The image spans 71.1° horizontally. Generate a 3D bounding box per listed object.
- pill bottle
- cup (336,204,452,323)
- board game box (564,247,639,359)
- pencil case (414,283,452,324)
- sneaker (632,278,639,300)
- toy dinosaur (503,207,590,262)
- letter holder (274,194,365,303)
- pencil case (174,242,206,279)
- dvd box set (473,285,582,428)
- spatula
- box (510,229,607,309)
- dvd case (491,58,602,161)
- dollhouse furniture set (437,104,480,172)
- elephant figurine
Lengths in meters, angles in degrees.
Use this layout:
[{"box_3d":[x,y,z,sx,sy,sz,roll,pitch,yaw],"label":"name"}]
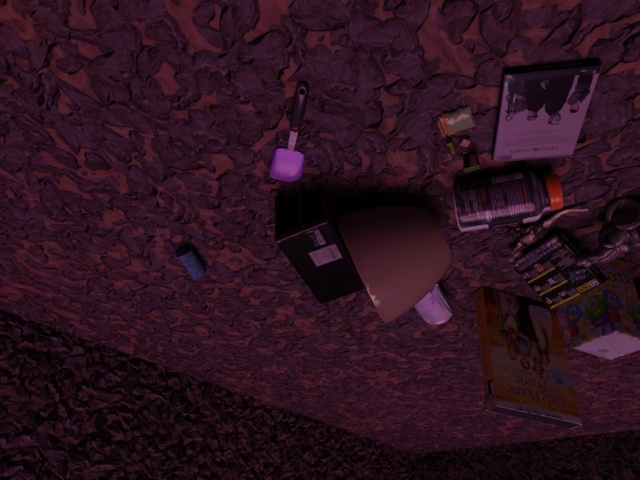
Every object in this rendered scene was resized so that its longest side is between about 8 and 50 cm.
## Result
[{"box_3d":[0.467,-0.101,1.127,0.246,0.130,0.130,-9,141,22],"label":"pill bottle"},{"box_3d":[0.220,0.033,1.242,0.237,0.331,0.331,-25,137,6],"label":"cup"},{"box_3d":[0.829,0.185,1.324,0.144,0.275,0.142,17,142,-12],"label":"board game box"},{"box_3d":[0.371,0.188,1.548,0.124,0.113,0.273,-3,144,29],"label":"pencil case"},{"box_3d":[1.101,0.184,1.403,0.341,0.125,0.140,-16,142,32],"label":"sneaker"},{"box_3d":[0.602,-0.029,1.261,0.118,0.064,0.268,7,146,-26],"label":"toy dinosaur"},{"box_3d":[0.000,0.000,1.307,0.152,0.214,0.301,-21,132,12],"label":"letter holder"},{"box_3d":[-0.463,0.077,1.594,0.070,0.064,0.151,-14,140,3],"label":"pencil case"},{"box_3d":[0.676,0.377,1.491,0.308,0.420,0.062,16,143,-9],"label":"dvd box set"},{"box_3d":[-0.066,-0.257,1.100,0.084,0.030,0.296,11,143,-7],"label":"spatula"},{"box_3d":[0.695,0.090,1.324,0.184,0.045,0.190,49,143,10],"label":"box"},{"box_3d":[0.480,-0.273,0.980,0.179,0.029,0.238,-2,143,12],"label":"dvd case"},{"box_3d":[0.328,-0.230,1.040,0.076,0.058,0.151,-13,139,26],"label":"dollhouse furniture set"},{"box_3d":[0.808,-0.029,1.158,0.239,0.186,0.169,5,115,49],"label":"elephant figurine"}]
